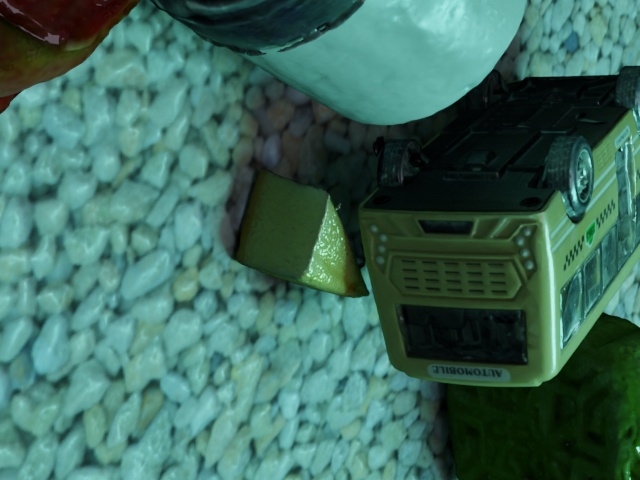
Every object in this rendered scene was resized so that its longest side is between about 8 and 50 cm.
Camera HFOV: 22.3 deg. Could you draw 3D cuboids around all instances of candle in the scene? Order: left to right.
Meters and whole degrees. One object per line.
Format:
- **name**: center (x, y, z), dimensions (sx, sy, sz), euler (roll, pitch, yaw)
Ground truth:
- **candle**: center (0.022, -0.207, 1.163), dimensions (0.342, 0.221, 0.221), euler (26, 81, -52)

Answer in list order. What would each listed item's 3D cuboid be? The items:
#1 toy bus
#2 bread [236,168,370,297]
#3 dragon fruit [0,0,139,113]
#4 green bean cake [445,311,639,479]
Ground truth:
- **toy bus**: center (0.178, -0.025, 1.395), dimensions (0.365, 0.176, 0.202), euler (-40, 126, -55)
- **bread**: center (0.000, 0.000, 1.310), dimensions (0.109, 0.084, 0.080), euler (19, 89, -51)
- **dragon fruit**: center (-0.214, -0.212, 0.865), dimensions (0.329, 0.228, 0.286), euler (43, 71, -51)
- **green bean cake**: center (0.237, 0.164, 1.524), dimensions (0.125, 0.248, 0.222), euler (-26, 118, -43)
